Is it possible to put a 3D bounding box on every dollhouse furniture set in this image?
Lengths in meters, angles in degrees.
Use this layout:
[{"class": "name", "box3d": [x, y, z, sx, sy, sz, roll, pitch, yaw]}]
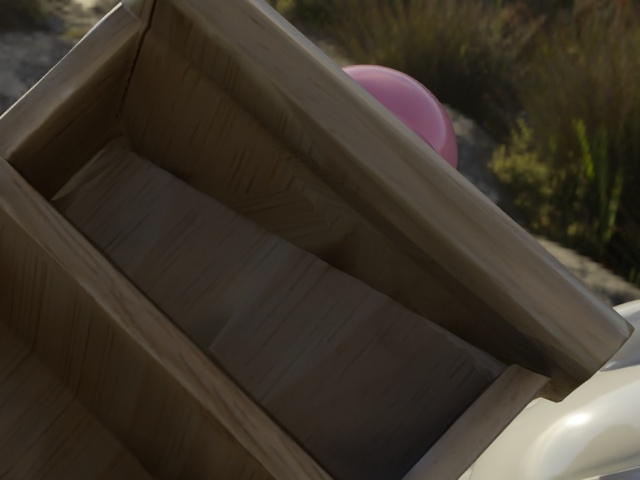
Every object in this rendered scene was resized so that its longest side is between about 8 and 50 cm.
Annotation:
[{"class": "dollhouse furniture set", "box3d": [-0.076, 0.026, 0.179, 0.362, 0.394, 0.256, 42, 81, 11]}]

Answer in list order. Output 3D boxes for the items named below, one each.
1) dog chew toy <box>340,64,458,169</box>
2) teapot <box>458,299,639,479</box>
[{"class": "dog chew toy", "box3d": [0.000, 0.000, 0.850, 0.207, 0.206, 0.332, 13, 43, 13]}, {"class": "teapot", "box3d": [0.120, 0.112, 0.414, 0.256, 0.187, 0.252, -19, -8, 13]}]
